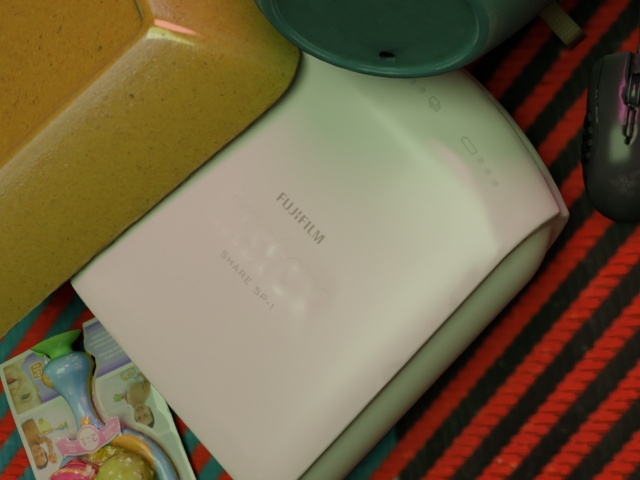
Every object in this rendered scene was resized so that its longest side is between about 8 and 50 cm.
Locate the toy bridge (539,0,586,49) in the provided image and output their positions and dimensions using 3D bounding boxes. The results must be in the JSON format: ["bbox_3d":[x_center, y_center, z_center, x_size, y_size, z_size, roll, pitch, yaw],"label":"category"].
[{"bbox_3d":[0.216,-0.216,0.858,0.188,0.026,0.063,-44,71,16],"label":"toy bridge"}]

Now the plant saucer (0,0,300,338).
[{"bbox_3d":[-0.208,-0.151,0.951,0.332,0.081,0.333,-38,56,20],"label":"plant saucer"}]

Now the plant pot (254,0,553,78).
[{"bbox_3d":[0.050,-0.213,0.759,0.290,0.290,0.195,2,66,24],"label":"plant pot"}]

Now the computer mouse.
[{"bbox_3d":[0.208,-0.131,0.829,0.071,0.041,0.242,5,98,16],"label":"computer mouse"}]

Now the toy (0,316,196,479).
[{"bbox_3d":[-0.172,0.183,0.989,0.136,0.056,0.237,-26,77,22],"label":"toy"}]

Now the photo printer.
[{"bbox_3d":[0.000,0.000,0.896,0.307,0.107,0.256,-48,70,14],"label":"photo printer"}]
